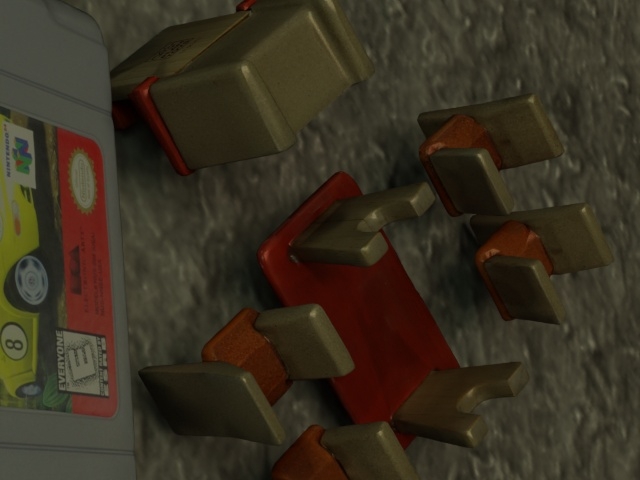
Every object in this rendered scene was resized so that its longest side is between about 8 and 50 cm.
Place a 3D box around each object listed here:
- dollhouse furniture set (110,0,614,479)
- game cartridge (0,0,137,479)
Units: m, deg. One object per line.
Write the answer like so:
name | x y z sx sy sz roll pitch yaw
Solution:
dollhouse furniture set | 0.000 0.000 0.906 0.262 0.135 0.259 -44 115 -34
game cartridge | -0.159 0.011 0.761 0.196 0.060 0.294 14 68 -60
